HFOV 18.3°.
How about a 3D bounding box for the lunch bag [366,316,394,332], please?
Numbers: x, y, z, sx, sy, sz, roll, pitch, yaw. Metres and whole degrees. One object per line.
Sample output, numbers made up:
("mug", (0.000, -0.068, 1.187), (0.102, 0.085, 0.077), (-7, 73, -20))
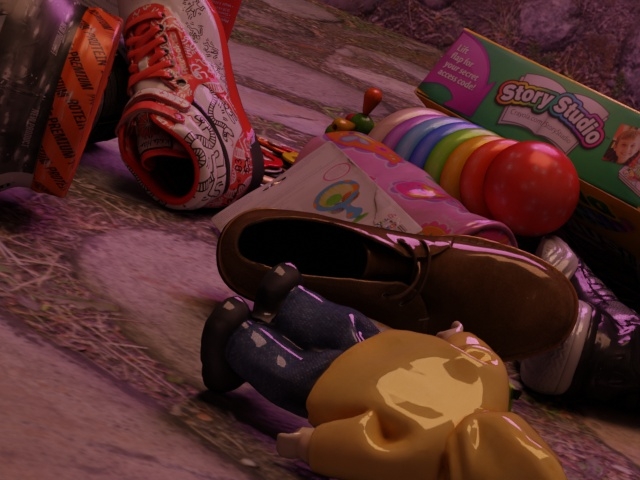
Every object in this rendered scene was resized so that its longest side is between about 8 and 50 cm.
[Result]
("lunch bag", (0.034, 0.089, 1.545), (0.071, 0.053, 0.083), (23, 2, 14))

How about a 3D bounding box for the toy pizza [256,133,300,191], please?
("toy pizza", (-0.065, -0.090, 2.169), (0.201, 0.032, 0.201), (19, 13, -5))

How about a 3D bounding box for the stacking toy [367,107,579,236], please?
("stacking toy", (0.157, -0.056, 1.960), (0.141, 0.141, 0.330), (14, 0, -22))

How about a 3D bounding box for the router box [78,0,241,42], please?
("router box", (-0.212, -0.321, 2.299), (0.082, 0.301, 0.335), (9, 18, -39))

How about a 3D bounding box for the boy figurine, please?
("boy figurine", (0.059, 0.113, 1.355), (0.285, 0.092, 0.177), (29, 44, 28))

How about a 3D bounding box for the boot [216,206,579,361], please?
("boot", (0.068, 0.037, 1.614), (0.305, 0.112, 0.115), (11, -7, -6))

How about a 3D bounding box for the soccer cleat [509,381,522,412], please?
("soccer cleat", (0.084, 0.118, 1.506), (0.072, 0.060, 0.179), (16, 3, 34))

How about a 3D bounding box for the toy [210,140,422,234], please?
("toy", (0.000, 0.000, 1.783), (0.056, 0.137, 0.237), (60, -6, -25))

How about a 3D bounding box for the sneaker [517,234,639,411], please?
("sneaker", (0.257, 0.085, 1.796), (0.153, 0.101, 0.268), (19, 19, -4))

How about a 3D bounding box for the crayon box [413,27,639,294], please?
("crayon box", (0.312, -0.050, 2.138), (0.363, 0.106, 0.313), (32, -8, 43))

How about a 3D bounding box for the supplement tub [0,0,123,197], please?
("supplement tub", (-0.349, -0.164, 1.667), (0.338, 0.207, 0.207), (19, 13, -5))

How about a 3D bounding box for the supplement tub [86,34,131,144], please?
("supplement tub", (-0.250, -0.148, 1.945), (0.117, 0.117, 0.190), (23, 13, 12))

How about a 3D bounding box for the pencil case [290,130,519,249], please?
("pencil case", (0.076, -0.007, 1.869), (0.124, 0.124, 0.284), (11, 17, -34))

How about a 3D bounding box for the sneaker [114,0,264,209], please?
("sneaker", (-0.150, -0.156, 1.910), (0.090, 0.270, 0.145), (-23, 0, 27))

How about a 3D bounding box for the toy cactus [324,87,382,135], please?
("toy cactus", (0.092, -0.098, 2.318), (0.180, 0.112, 0.219), (29, 4, -3))
